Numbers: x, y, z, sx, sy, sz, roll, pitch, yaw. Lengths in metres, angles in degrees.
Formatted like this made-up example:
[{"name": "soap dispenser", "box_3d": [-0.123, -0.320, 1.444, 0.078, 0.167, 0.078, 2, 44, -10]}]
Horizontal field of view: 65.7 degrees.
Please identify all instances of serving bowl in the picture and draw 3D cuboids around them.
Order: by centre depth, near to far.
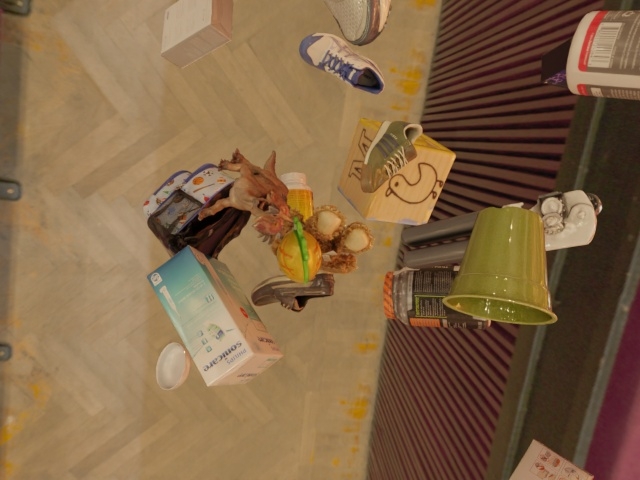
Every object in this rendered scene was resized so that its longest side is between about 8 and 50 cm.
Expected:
[{"name": "serving bowl", "box_3d": [-0.260, 0.228, 0.895, 0.027, 0.083, 0.083, 28, 101, -46]}]

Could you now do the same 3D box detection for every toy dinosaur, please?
[{"name": "toy dinosaur", "box_3d": [-0.119, -0.094, 1.055, 0.200, 0.296, 0.127, 22, 120, 7]}]

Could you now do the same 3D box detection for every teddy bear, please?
[{"name": "teddy bear", "box_3d": [0.000, 0.000, 1.293, 0.245, 0.338, 0.113, 16, 63, -6]}]

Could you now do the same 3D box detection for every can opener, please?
[{"name": "can opener", "box_3d": [0.252, -0.006, 0.720, 0.280, 0.093, 0.074, -13, 72, 34]}]

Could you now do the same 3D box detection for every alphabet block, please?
[{"name": "alphabet block", "box_3d": [0.180, -0.170, 1.231, 0.192, 0.193, 0.197, 4, 118, -27]}]

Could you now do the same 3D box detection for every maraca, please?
[{"name": "maraca", "box_3d": [-0.046, 0.025, 1.099, 0.099, 0.186, 0.127, -15, 64, -12]}]

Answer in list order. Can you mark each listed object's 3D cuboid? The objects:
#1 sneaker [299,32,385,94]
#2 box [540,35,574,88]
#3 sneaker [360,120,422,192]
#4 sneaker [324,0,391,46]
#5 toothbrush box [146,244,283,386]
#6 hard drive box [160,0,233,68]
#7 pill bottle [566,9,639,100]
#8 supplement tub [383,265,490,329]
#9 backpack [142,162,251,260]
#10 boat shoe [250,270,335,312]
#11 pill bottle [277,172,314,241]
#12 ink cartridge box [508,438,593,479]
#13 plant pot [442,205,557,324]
[{"name": "sneaker", "box_3d": [0.078, -0.545, 1.534, 0.296, 0.131, 0.112, 14, 123, -24]}, {"name": "box", "box_3d": [0.856, -0.543, 1.542, 0.261, 0.184, 0.103, 7, 87, -14]}, {"name": "sneaker", "box_3d": [0.145, -0.170, 0.971, 0.086, 0.192, 0.064, 5, 142, 26]}, {"name": "sneaker", "box_3d": [-0.018, -0.351, 0.560, 0.122, 0.110, 0.283, -38, 113, -28]}, {"name": "toothbrush box", "box_3d": [-0.240, 0.181, 1.160, 0.126, 0.216, 0.295, -36, 70, 2]}, {"name": "hard drive box", "box_3d": [-0.386, -0.675, 1.549, 0.232, 0.089, 0.181, -12, 70, 34]}, {"name": "pill bottle", "box_3d": [0.695, -0.372, 1.009, 0.176, 0.318, 0.176, -24, 124, -42]}, {"name": "supplement tub", "box_3d": [0.364, 0.174, 1.547, 0.316, 0.193, 0.193, 0, 102, 18]}, {"name": "backpack", "box_3d": [-0.316, -0.068, 1.326, 0.213, 0.276, 0.263, 41, 72, 17]}, {"name": "boat shoe", "box_3d": [-0.106, 0.192, 1.796, 0.355, 0.132, 0.130, -22, 66, 29]}, {"name": "pill bottle", "box_3d": [-0.078, -0.094, 1.521, 0.117, 0.117, 0.215, -4, 80, -3]}, {"name": "ink cartridge box", "box_3d": [0.378, 0.596, 0.961, 0.130, 0.309, 0.272, 28, 122, 32]}, {"name": "plant pot", "box_3d": [0.144, 0.018, 0.391, 0.083, 0.083, 0.079, 15, 74, -7]}]
